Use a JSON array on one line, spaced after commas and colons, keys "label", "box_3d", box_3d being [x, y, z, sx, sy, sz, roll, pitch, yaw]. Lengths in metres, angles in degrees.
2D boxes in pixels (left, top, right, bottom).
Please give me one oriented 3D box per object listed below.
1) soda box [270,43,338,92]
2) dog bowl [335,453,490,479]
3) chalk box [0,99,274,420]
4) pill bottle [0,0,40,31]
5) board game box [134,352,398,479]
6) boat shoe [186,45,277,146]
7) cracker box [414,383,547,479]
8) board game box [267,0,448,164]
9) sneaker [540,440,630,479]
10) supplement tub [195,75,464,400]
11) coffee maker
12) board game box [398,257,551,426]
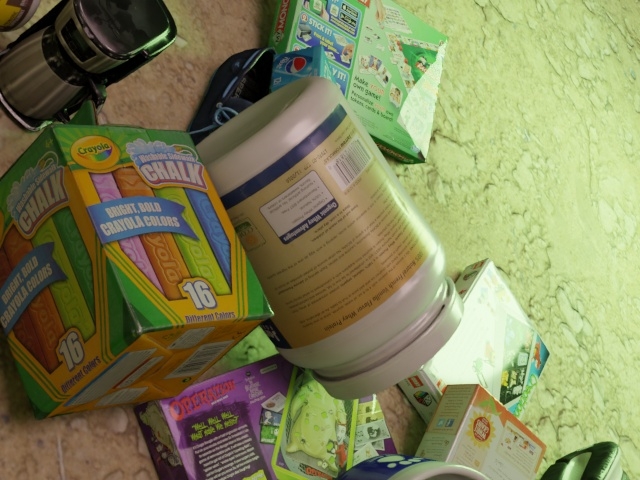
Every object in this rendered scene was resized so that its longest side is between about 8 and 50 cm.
[{"label": "soda box", "box_3d": [0.000, -0.152, 1.449, 0.210, 0.067, 0.071, 65, 20, -46]}, {"label": "dog bowl", "box_3d": [0.101, 0.377, 1.238, 0.265, 0.104, 0.264, 0, 90, -39]}, {"label": "chalk box", "box_3d": [-0.212, 0.000, 1.081, 0.179, 0.180, 0.289, -3, 59, -50]}, {"label": "pill bottle", "box_3d": [-0.392, -0.279, 1.098, 0.215, 0.117, 0.117, 0, 70, -49]}, {"label": "board game box", "box_3d": [-0.043, 0.237, 1.273, 0.347, 0.056, 0.208, -13, 84, -52]}, {"label": "boat shoe", "box_3d": [-0.109, -0.152, 1.379, 0.109, 0.089, 0.258, 30, 49, -36]}, {"label": "cracker box", "box_3d": [0.188, 0.323, 1.428, 0.156, 0.067, 0.232, 43, 59, -25]}, {"label": "board game box", "box_3d": [0.059, -0.263, 1.620, 0.317, 0.046, 0.213, 23, 72, -41]}, {"label": "sneaker", "box_3d": [0.380, 0.484, 1.524, 0.257, 0.169, 0.447, 60, 35, -2]}, {"label": "supplement tub", "box_3d": [0.000, 0.000, 1.242, 0.316, 0.228, 0.228, 55, 38, -16]}, {"label": "coffee maker", "box_3d": [-0.249, -0.219, 1.181, 0.120, 0.178, 0.171, 41, 43, -28]}, {"label": "board game box", "box_3d": [0.233, 0.183, 1.617, 0.193, 0.053, 0.305, 56, 38, -12]}]
